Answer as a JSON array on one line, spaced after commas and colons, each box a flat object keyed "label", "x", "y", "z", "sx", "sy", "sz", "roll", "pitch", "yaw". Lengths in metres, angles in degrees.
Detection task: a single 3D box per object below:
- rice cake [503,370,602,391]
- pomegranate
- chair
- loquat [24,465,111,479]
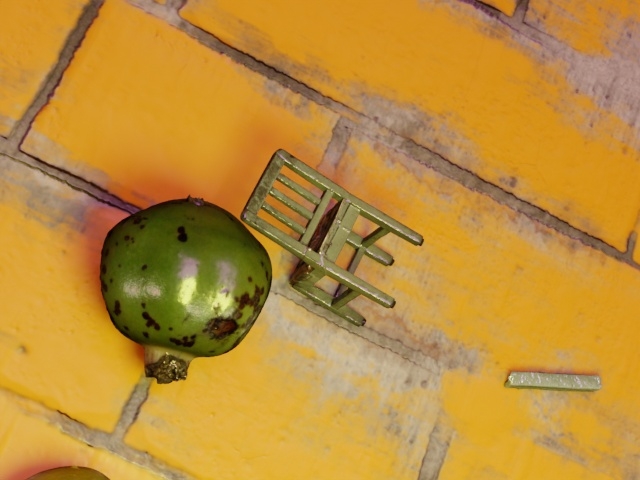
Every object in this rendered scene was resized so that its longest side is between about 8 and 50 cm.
[{"label": "rice cake", "x": 0.376, "y": 0.229, "z": 2.012, "sx": 0.170, "sy": 0.033, "sz": 0.029, "roll": 4, "pitch": 74, "yaw": -19}, {"label": "pomegranate", "x": -0.193, "y": 0.069, "z": 1.759, "sx": 0.254, "sy": 0.254, "sz": 0.271, "roll": 10, "pitch": 80, "yaw": -16}, {"label": "chair", "x": 0.000, "y": 0.000, "z": 1.896, "sx": 0.270, "sy": 0.147, "sz": 0.136, "roll": 30, "pitch": 67, "yaw": -10}, {"label": "loquat", "x": -0.352, "y": 0.381, "z": 1.647, "sx": 0.195, "sy": 0.152, "sz": 0.152, "roll": -17, "pitch": 78, "yaw": -32}]
